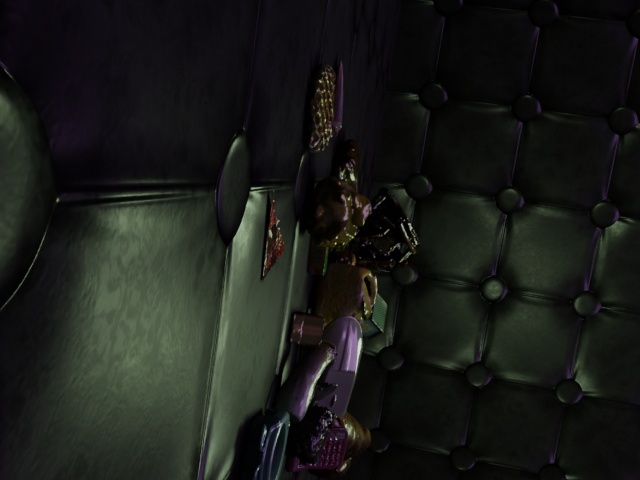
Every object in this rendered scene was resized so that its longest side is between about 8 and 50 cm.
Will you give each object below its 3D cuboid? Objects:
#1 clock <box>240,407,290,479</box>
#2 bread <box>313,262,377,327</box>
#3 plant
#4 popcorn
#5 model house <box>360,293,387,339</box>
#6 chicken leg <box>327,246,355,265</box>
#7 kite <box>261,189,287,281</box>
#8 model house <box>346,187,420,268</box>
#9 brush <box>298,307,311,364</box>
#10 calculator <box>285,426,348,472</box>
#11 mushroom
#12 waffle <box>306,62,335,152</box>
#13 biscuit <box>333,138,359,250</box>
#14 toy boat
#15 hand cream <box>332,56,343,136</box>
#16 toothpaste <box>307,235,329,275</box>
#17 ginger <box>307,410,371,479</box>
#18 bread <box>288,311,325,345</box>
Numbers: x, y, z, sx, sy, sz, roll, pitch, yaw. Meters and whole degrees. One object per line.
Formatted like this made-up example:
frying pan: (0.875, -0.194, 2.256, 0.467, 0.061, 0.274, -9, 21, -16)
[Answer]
clock: (-0.108, 0.403, 1.206, 0.188, 0.060, 0.148, 64, 37, -76)
bread: (0.064, 0.161, 1.784, 0.197, 0.170, 0.197, 3, 90, -71)
plant: (-0.035, 0.433, 1.541, 0.131, 0.142, 0.203, 62, 46, -62)
popcorn: (0.030, -0.068, 1.442, 0.173, 0.142, 0.174, -46, 155, -29)
model house: (0.145, 0.267, 2.355, 0.178, 0.206, 0.271, -72, 168, -45)
chicken leg: (0.049, 0.143, 1.983, 0.107, 0.087, 0.252, -7, 113, -71)
kite: (-0.086, 0.018, 1.102, 0.222, 0.008, 0.125, 84, 18, -64)
model house: (0.205, 0.006, 2.387, 0.282, 0.297, 0.317, -36, 172, -4)
brush: (-0.036, 0.271, 1.702, 0.033, 0.030, 0.179, 3, 96, -72)
calculator: (-0.010, 0.601, 1.814, 0.034, 0.190, 0.127, 16, -83, 59)
mushroom: (-0.032, 0.322, 1.481, 0.223, 0.081, 0.092, -57, 145, -40)
waffle: (0.001, -0.271, 1.296, 0.169, 0.036, 0.184, -41, 138, -74)
biscuit: (0.077, -0.148, 1.869, 0.335, 0.078, 0.330, 77, 19, -76)
toy boat: (0.032, 0.333, 1.685, 0.141, 0.140, 0.270, 52, 46, -80)
hand cream: (0.036, -0.336, 1.484, 0.067, 0.043, 0.210, 90, 6, -60)
toothpaste: (0.000, 0.000, 1.585, 0.037, 0.043, 0.179, -52, 150, -69)
ginger: (0.025, 0.644, 2.012, 0.254, 0.176, 0.418, -39, 146, -9)
bread: (-0.057, 0.210, 1.534, 0.139, 0.084, 0.074, -178, -82, -67)
